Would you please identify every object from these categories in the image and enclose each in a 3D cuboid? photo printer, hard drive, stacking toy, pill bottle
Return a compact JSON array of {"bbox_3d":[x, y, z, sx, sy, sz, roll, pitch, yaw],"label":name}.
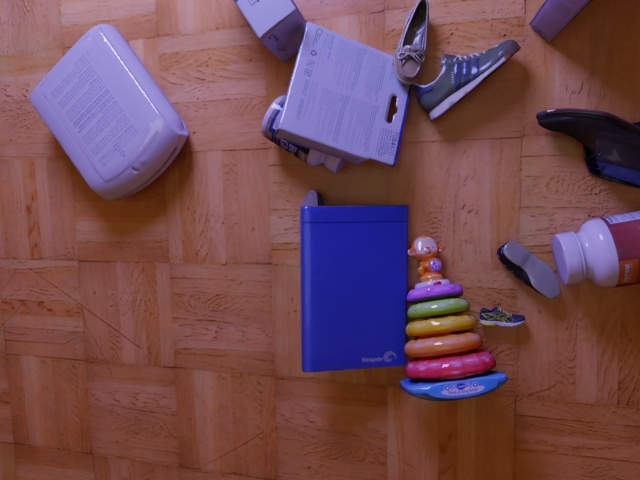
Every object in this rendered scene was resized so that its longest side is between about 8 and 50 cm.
[{"bbox_3d":[-0.447,-0.260,0.992,0.256,0.107,0.308,-37,87,15],"label":"photo printer"},{"bbox_3d":[0.066,0.092,0.896,0.210,0.040,0.319,-1,96,-10],"label":"hard drive"},{"bbox_3d":[0.221,0.134,0.858,0.175,0.166,0.302,-7,78,0],"label":"stacking toy"},{"bbox_3d":[-0.023,-0.203,0.896,0.169,0.094,0.094,33,103,9],"label":"pill bottle"},{"bbox_3d":[0.518,0.014,0.769,0.216,0.121,0.121,-11,93,15],"label":"pill bottle"}]

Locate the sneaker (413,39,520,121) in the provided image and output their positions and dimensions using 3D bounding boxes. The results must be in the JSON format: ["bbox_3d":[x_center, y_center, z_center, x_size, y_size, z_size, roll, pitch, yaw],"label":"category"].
[{"bbox_3d":[0.255,-0.311,0.829,0.192,0.064,0.086,-39,91,18],"label":"sneaker"}]

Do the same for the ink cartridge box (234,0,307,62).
[{"bbox_3d":[-0.112,-0.462,0.862,0.086,0.153,0.208,-33,88,14],"label":"ink cartridge box"}]

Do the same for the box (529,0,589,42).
[{"bbox_3d":[0.432,-0.429,0.639,0.058,0.322,0.232,44,104,3],"label":"box"}]

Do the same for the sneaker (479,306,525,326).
[{"bbox_3d":[0.345,0.144,0.873,0.083,0.031,0.035,-4,94,15],"label":"sneaker"}]

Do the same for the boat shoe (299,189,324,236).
[{"bbox_3d":[0.000,0.000,0.942,0.064,0.075,0.206,-2,91,-28],"label":"boat shoe"}]

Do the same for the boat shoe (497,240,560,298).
[{"bbox_3d":[0.387,0.055,0.850,0.133,0.042,0.049,44,79,5],"label":"boat shoe"}]

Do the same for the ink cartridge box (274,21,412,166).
[{"bbox_3d":[0.050,-0.260,0.844,0.223,0.045,0.223,17,77,-11],"label":"ink cartridge box"}]

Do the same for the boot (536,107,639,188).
[{"bbox_3d":[0.474,-0.158,0.782,0.219,0.082,0.106,13,96,11],"label":"boot"}]

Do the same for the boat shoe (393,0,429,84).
[{"bbox_3d":[0.170,-0.361,0.834,0.056,0.048,0.153,15,81,1],"label":"boat shoe"}]
